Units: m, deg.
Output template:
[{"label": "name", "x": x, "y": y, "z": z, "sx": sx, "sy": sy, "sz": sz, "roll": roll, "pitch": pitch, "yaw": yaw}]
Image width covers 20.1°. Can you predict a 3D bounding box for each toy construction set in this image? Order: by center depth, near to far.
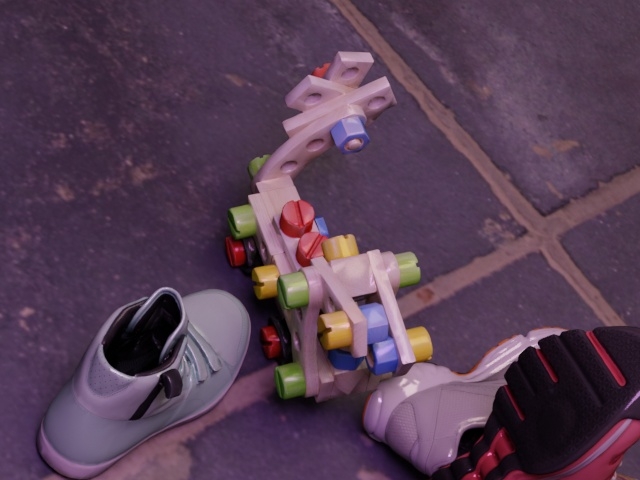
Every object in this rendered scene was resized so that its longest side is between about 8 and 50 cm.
[{"label": "toy construction set", "x": 0.000, "y": 0.000, "z": 1.572, "sx": 0.151, "sy": 0.215, "sz": 0.328, "roll": 0, "pitch": 56, "yaw": -8}]

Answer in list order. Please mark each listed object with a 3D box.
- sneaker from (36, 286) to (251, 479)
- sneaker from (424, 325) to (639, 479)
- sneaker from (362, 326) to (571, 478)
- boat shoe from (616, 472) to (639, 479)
[{"label": "sneaker", "x": -0.114, "y": 0.085, "z": 1.480, "sx": 0.094, "sy": 0.151, "sz": 0.256, "roll": 41, "pitch": 40, "yaw": 7}, {"label": "sneaker", "x": 0.195, "y": 0.186, "z": 1.494, "sx": 0.136, "sy": 0.314, "sz": 0.116, "roll": 18, "pitch": 36, "yaw": -35}, {"label": "sneaker", "x": 0.170, "y": 0.161, "z": 1.628, "sx": 0.262, "sy": 0.099, "sz": 0.121, "roll": -13, "pitch": 42, "yaw": -32}, {"label": "boat shoe", "x": 0.226, "y": 0.221, "z": 1.588, "sx": 0.059, "sy": 0.170, "sz": 0.063, "roll": 34, "pitch": 74, "yaw": -30}]
